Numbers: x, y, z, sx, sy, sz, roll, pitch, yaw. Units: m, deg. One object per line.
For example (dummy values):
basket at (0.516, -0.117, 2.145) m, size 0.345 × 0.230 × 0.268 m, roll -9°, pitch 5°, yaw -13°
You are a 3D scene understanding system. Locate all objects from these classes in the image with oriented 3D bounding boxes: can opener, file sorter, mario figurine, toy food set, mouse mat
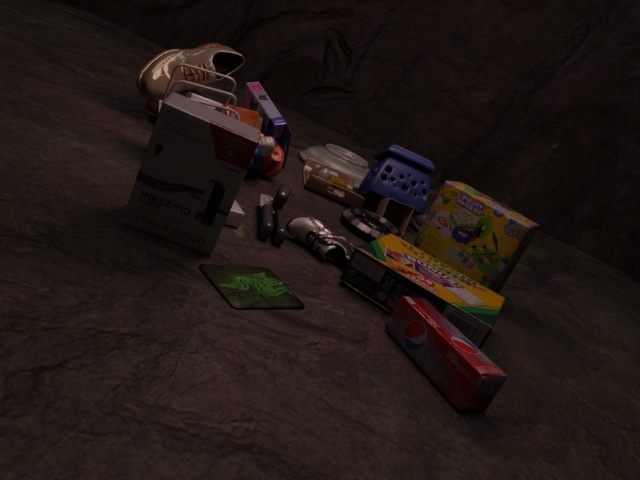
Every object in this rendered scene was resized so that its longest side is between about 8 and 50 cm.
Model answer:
can opener at (-0.125, -0.079, 1.507) m, size 0.074 × 0.093 × 0.280 m, roll 22°, pitch 23°, yaw -14°
file sorter at (-0.326, -0.307, 1.521) m, size 0.192 × 0.173 × 0.278 m, roll 10°, pitch 52°, yaw -26°
mario figurine at (-0.232, -0.298, 1.830) m, size 0.198 × 0.170 × 0.320 m, roll 34°, pitch 21°, yaw 15°
toy food set at (0.051, -0.233, 2.154) m, size 0.219 × 0.092 × 0.306 m, roll 22°, pitch 19°, yaw -10°
mouse mat at (-0.136, 0.092, 1.136) m, size 0.189 × 0.007 × 0.152 m, roll 8°, pitch 25°, yaw -46°

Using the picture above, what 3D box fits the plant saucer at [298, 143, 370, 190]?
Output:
plant saucer at (0.099, -0.342, 2.518) m, size 0.400 × 0.101 × 0.400 m, roll 23°, pitch 18°, yaw -8°

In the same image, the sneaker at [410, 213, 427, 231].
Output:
sneaker at (0.460, -0.053, 2.169) m, size 0.105 × 0.115 × 0.281 m, roll 11°, pitch 23°, yaw -39°

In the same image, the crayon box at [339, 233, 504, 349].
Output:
crayon box at (0.270, 0.124, 1.434) m, size 0.362 × 0.106 × 0.313 m, roll 31°, pitch 19°, yaw 16°

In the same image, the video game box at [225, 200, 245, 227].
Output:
video game box at (-0.310, -0.112, 1.403) m, size 0.205 × 0.048 × 0.187 m, roll 15°, pitch 23°, yaw -31°

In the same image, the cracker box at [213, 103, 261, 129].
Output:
cracker box at (-0.329, -0.359, 1.818) m, size 0.232 × 0.067 × 0.155 m, roll -14°, pitch -7°, yaw 34°

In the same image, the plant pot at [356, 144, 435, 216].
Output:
plant pot at (0.296, -0.232, 2.180) m, size 0.235 × 0.212 × 0.236 m, roll 22°, pitch -5°, yaw -10°

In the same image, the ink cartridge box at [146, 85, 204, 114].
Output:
ink cartridge box at (-0.528, -0.567, 2.095) m, size 0.158 × 0.218 × 0.092 m, roll 5°, pitch 27°, yaw -47°

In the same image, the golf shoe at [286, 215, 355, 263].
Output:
golf shoe at (0.000, 0.000, 1.465) m, size 0.198 × 0.077 × 0.094 m, roll 24°, pitch 18°, yaw -2°

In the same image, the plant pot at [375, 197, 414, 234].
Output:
plant pot at (0.254, -0.094, 2.039) m, size 0.109 × 0.109 × 0.096 m, roll 18°, pitch 7°, yaw -23°

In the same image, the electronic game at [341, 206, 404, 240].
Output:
electronic game at (0.174, -0.045, 1.870) m, size 0.229 × 0.048 × 0.229 m, roll 23°, pitch 20°, yaw -9°

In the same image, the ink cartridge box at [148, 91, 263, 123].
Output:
ink cartridge box at (-0.412, -0.448, 2.022) m, size 0.353 × 0.119 × 0.207 m, roll 12°, pitch 9°, yaw -35°

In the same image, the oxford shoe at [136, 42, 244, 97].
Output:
oxford shoe at (-0.437, -0.586, 1.919) m, size 0.146 × 0.141 × 0.397 m, roll 21°, pitch 45°, yaw 39°

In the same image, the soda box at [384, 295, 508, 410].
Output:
soda box at (0.246, 0.224, 1.146) m, size 0.083 × 0.092 × 0.263 m, roll 13°, pitch 21°, yaw -36°

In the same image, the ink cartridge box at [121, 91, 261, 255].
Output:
ink cartridge box at (-0.265, -0.132, 1.158) m, size 0.197 × 0.273 × 0.114 m, roll 21°, pitch 22°, yaw -13°

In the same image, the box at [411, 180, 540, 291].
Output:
box at (0.477, 0.002, 1.776) m, size 0.290 × 0.279 × 0.177 m, roll 35°, pitch 20°, yaw 24°

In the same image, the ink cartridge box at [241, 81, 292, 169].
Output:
ink cartridge box at (-0.209, -0.428, 2.114) m, size 0.065 × 0.186 × 0.311 m, roll -16°, pitch 56°, yaw -29°
